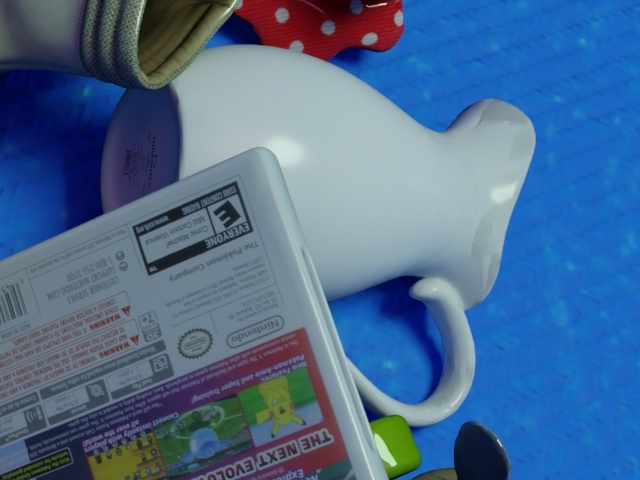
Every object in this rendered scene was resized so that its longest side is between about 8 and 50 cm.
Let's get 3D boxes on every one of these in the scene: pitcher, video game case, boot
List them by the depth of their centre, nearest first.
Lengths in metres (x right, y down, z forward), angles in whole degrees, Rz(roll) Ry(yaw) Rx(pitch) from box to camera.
[{"bbox_3d":[-0.081,0.081,0.668,0.023,0.201,0.183,16,53,-70],"label":"video game case"},{"bbox_3d":[-0.102,-0.162,0.744,0.077,0.165,0.213,50,54,-48],"label":"boot"},{"bbox_3d":[0.000,0.000,0.768,0.207,0.125,0.178,8,82,-34],"label":"pitcher"}]

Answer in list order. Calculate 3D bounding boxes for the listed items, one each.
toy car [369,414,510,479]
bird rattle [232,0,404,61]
[{"bbox_3d":[0.043,0.151,0.680,0.149,0.188,0.155,-18,79,-30],"label":"toy car"},{"bbox_3d":[0.015,-0.219,0.877,0.253,0.143,0.207,-41,79,-18],"label":"bird rattle"}]
